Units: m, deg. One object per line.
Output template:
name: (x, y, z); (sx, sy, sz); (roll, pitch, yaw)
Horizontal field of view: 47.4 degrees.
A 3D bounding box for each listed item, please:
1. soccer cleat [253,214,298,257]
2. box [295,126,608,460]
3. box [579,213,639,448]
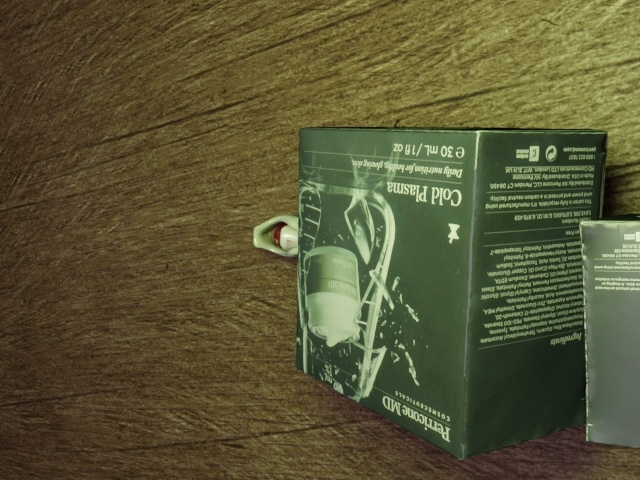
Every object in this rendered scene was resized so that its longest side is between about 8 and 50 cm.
soccer cleat: (0.000, 0.000, 1.580); (0.331, 0.143, 0.116); (0, 94, 35)
box: (0.196, 0.042, 1.259); (0.479, 0.297, 0.472); (14, 106, 56)
box: (0.526, 0.117, 1.098); (0.178, 0.343, 0.313); (0, 94, 34)
